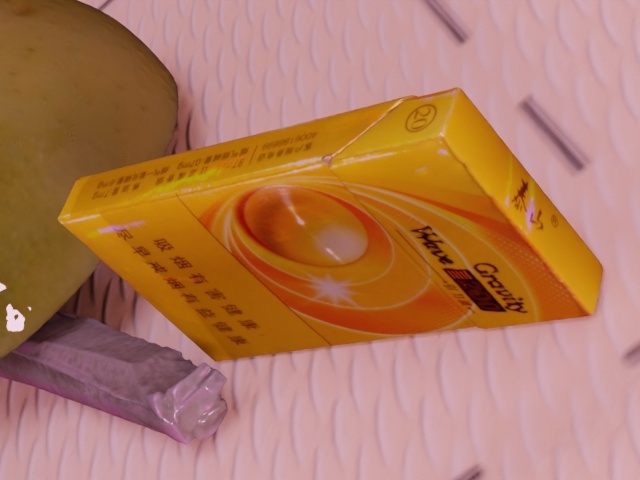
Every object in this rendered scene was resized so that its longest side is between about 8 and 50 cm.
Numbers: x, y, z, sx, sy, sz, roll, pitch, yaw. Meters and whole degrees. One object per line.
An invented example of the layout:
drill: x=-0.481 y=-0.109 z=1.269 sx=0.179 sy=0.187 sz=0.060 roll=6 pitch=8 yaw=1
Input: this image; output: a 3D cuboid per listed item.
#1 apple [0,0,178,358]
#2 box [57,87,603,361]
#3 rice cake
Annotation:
apple: x=-0.275 y=-0.017 z=1.151 sx=0.360 sy=0.312 sz=0.320 roll=-87 pitch=8 yaw=-58
box: x=0.000 y=0.000 z=0.858 sx=0.269 sy=0.152 sz=0.043 roll=-10 pitch=48 yaw=38
rice cake: x=-0.150 y=0.082 z=1.014 sx=0.055 sy=0.049 sz=0.270 roll=-39 pitch=30 yaw=-31
